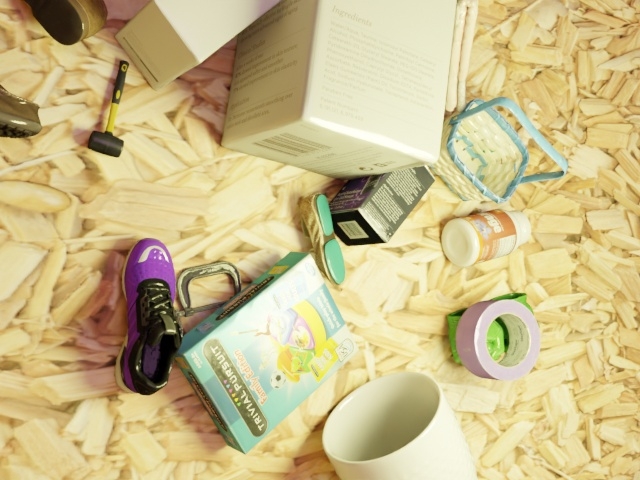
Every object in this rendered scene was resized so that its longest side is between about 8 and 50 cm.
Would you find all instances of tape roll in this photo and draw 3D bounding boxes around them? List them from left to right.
[{"bbox_3d":[0.418,0.234,1.773,0.189,0.080,0.189,3,83,-24],"label":"tape roll"}]

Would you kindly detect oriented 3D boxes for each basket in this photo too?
[{"bbox_3d":[0.398,-0.216,1.763,0.255,0.289,0.201,43,66,-25],"label":"basket"}]

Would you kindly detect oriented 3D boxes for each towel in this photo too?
[{"bbox_3d":[0.319,-0.509,1.688,0.053,0.317,0.332,4,54,6],"label":"towel"}]

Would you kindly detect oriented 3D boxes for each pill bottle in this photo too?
[{"bbox_3d":[0.415,-0.013,1.864,0.216,0.121,0.121,-13,95,-33],"label":"pill bottle"}]

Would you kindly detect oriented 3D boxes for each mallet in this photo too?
[{"bbox_3d":[-0.395,-0.251,1.410,0.062,0.039,0.190,8,78,-30],"label":"mallet"}]

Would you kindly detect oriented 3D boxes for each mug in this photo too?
[{"bbox_3d":[0.208,0.470,1.645,0.328,0.276,0.374,62,29,-20],"label":"mug"}]

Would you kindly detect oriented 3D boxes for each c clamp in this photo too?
[{"bbox_3d":[-0.225,0.114,1.508,0.160,0.022,0.137,-18,92,-31],"label":"c clamp"}]

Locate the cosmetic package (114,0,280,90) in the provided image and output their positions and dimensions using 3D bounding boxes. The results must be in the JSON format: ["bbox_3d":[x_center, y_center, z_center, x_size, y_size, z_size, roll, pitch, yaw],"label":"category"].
[{"bbox_3d":[-0.231,-0.417,1.408,0.224,0.224,0.138,-46,111,-27],"label":"cosmetic package"}]

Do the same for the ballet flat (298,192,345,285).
[{"bbox_3d":[0.000,0.000,1.630,0.073,0.067,0.206,-18,97,-53],"label":"ballet flat"}]

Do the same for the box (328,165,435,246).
[{"bbox_3d":[0.127,-0.096,1.666,0.108,0.153,0.207,48,63,-21],"label":"box"}]

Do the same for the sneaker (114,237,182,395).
[{"bbox_3d":[-0.299,0.140,1.381,0.102,0.146,0.293,5,85,-32],"label":"sneaker"}]

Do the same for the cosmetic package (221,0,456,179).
[{"bbox_3d":[0.037,-0.360,1.515,0.327,0.329,0.394,12,82,-32],"label":"cosmetic package"}]

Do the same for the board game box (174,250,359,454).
[{"bbox_3d":[-0.104,0.221,1.528,0.336,0.079,0.254,-39,113,-28],"label":"board game box"}]

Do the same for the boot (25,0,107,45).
[{"bbox_3d":[-0.499,-0.492,1.336,0.305,0.112,0.115,56,32,-13],"label":"boot"}]

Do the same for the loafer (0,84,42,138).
[{"bbox_3d":[-0.612,-0.286,1.209,0.366,0.134,0.130,28,73,-29],"label":"loafer"}]

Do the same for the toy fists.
[{"bbox_3d":[0.436,0.228,1.881,0.279,0.096,0.142,-14,97,-34],"label":"toy fists"}]
